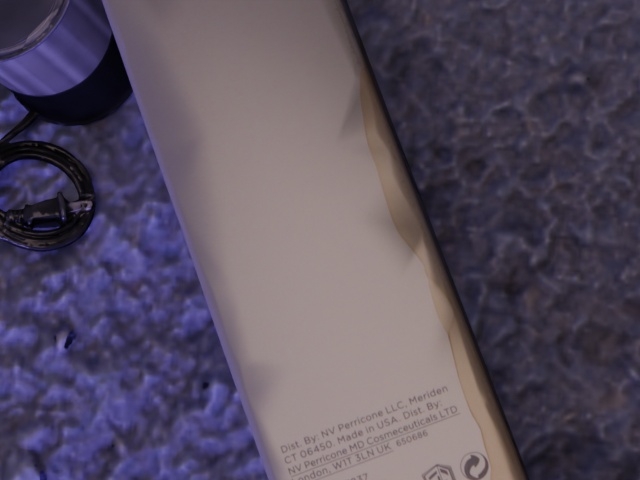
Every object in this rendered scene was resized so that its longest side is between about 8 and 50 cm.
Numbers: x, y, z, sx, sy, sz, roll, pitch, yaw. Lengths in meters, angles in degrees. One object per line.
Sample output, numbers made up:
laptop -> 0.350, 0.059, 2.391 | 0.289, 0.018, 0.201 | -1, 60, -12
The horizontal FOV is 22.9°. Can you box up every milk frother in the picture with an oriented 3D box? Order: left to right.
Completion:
milk frother -> -0.157, -0.081, 0.839 | 0.129, 0.135, 0.143 | -28, 77, 4

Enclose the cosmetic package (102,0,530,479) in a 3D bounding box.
cosmetic package -> 0.000, 0.000, 0.789 | 0.113, 0.160, 0.309 | -20, 79, 4
